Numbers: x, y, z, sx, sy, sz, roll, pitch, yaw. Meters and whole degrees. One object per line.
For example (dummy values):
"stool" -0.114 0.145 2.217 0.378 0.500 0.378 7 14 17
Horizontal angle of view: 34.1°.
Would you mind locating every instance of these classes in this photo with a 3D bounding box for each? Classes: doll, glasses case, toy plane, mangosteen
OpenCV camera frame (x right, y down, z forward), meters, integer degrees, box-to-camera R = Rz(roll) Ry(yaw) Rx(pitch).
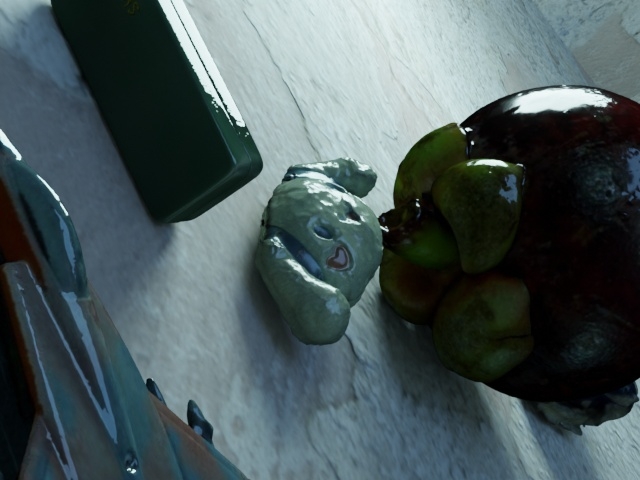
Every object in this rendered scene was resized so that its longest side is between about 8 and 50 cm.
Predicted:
"doll" 0.000 0.000 0.810 0.103 0.071 0.214 31 38 -10
"glasses case" -0.112 -0.107 0.699 0.039 0.077 0.184 -7 68 -62
"toy plane" -0.108 0.080 0.450 0.326 0.104 0.223 59 22 10
"mangosteen" 0.202 -0.005 0.946 0.300 0.300 0.300 45 26 -30

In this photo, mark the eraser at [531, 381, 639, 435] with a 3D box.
"eraser" 0.266 0.057 1.238 0.155 0.101 0.332 35 33 -45
